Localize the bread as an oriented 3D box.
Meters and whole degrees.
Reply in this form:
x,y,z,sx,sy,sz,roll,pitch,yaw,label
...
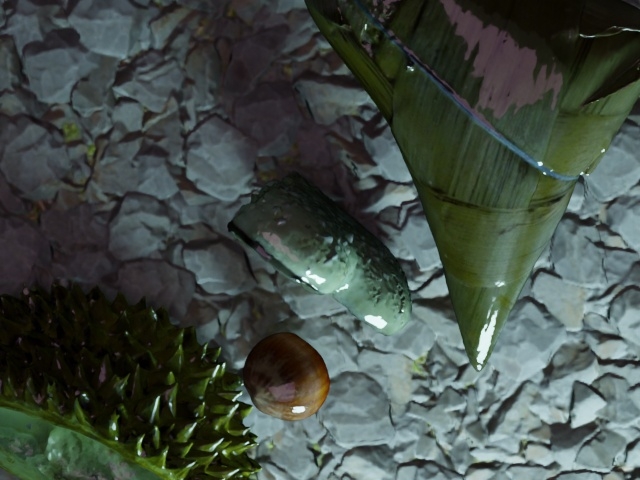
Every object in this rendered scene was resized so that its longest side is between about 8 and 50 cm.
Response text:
x,y,z,sx,sy,sz,roll,pitch,yaw,label
0.000,0.000,1.482,0.064,0.172,0.232,-47,134,10,bread

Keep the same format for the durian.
x,y,z,sx,sy,sz,roll,pitch,yaw,label
-0.220,0.157,1.560,0.394,0.163,0.198,20,138,8,durian

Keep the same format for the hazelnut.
x,y,z,sx,sy,sz,roll,pitch,yaw,label
-0.033,0.133,1.526,0.086,0.086,0.086,1,98,7,hazelnut

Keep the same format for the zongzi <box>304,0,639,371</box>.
x,y,z,sx,sy,sz,roll,pitch,yaw,label
0.093,-0.097,1.450,0.323,0.160,0.360,26,107,9,zongzi
